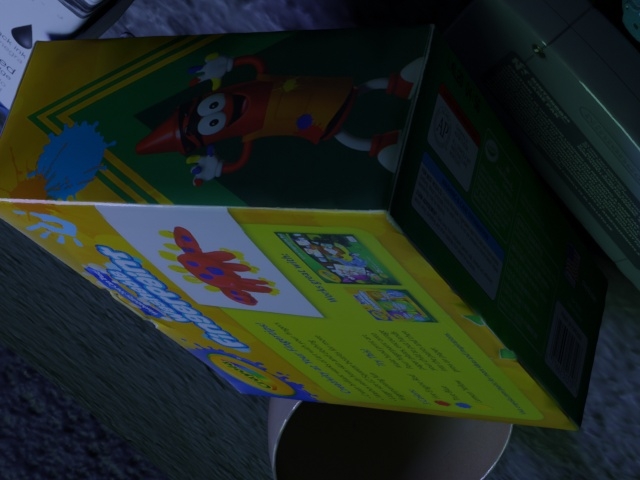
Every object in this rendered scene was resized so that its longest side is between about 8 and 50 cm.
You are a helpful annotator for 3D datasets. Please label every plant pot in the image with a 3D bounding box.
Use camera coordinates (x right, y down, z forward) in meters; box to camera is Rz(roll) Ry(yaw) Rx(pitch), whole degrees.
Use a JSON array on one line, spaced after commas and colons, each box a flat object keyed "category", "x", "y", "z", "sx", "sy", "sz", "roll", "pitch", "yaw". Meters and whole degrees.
[{"category": "plant pot", "x": 0.060, "y": 0.172, "z": 1.647, "sx": 0.284, "sy": 0.284, "sz": 0.191, "roll": 58, "pitch": -175, "yaw": -39}]

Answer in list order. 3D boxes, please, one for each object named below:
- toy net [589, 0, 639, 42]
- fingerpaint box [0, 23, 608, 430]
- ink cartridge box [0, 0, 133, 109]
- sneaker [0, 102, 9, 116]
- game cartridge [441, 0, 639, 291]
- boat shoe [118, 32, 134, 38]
[{"category": "toy net", "x": 0.205, "y": -0.222, "z": 0.918, "sx": 0.122, "sy": 0.045, "sz": 0.232, "roll": 45, "pitch": 161, "yaw": 32}, {"category": "fingerpaint box", "x": 0.000, "y": 0.000, "z": 1.214, "sx": 0.371, "sy": 0.163, "sz": 0.445, "roll": 2, "pitch": 155, "yaw": 31}, {"category": "ink cartridge box", "x": -0.249, "y": -0.318, "z": 1.154, "sx": 0.285, "sy": 0.166, "sz": 0.395, "roll": 46, "pitch": 149, "yaw": -8}, {"category": "sneaker", "x": -0.287, "y": -0.115, "z": 1.743, "sx": 0.182, "sy": 0.127, "sz": 0.315, "roll": 28, "pitch": 154, "yaw": 29}, {"category": "game cartridge", "x": 0.216, "y": -0.072, "z": 1.063, "sx": 0.297, "sy": 0.062, "sz": 0.198, "roll": 50, "pitch": 165, "yaw": -2}, {"category": "boat shoe", "x": -0.234, "y": -0.204, "z": 1.612, "sx": 0.035, "sy": 0.035, "sz": 0.100, "roll": 42, "pitch": 157, "yaw": -10}]
